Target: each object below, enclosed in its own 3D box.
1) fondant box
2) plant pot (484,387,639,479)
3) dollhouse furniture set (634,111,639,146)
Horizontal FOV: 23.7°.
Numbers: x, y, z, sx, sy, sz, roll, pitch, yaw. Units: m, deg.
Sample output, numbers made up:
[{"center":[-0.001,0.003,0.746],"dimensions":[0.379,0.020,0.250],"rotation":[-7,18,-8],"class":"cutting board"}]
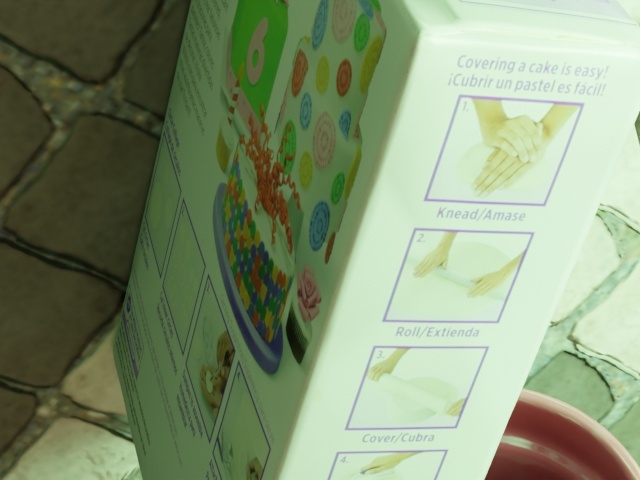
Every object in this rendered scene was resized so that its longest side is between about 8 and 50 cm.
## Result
[{"center":[0.000,0.000,0.650],"dimensions":[0.096,0.238,0.330],"rotation":[2,126,-20],"class":"fondant box"},{"center":[0.093,0.212,0.894],"dimensions":[0.201,0.201,0.180],"rotation":[-16,147,-7],"class":"plant pot"},{"center":[0.196,-0.233,0.455],"dimensions":[0.174,0.355,0.303],"rotation":[-7,167,-13],"class":"dollhouse furniture set"}]
